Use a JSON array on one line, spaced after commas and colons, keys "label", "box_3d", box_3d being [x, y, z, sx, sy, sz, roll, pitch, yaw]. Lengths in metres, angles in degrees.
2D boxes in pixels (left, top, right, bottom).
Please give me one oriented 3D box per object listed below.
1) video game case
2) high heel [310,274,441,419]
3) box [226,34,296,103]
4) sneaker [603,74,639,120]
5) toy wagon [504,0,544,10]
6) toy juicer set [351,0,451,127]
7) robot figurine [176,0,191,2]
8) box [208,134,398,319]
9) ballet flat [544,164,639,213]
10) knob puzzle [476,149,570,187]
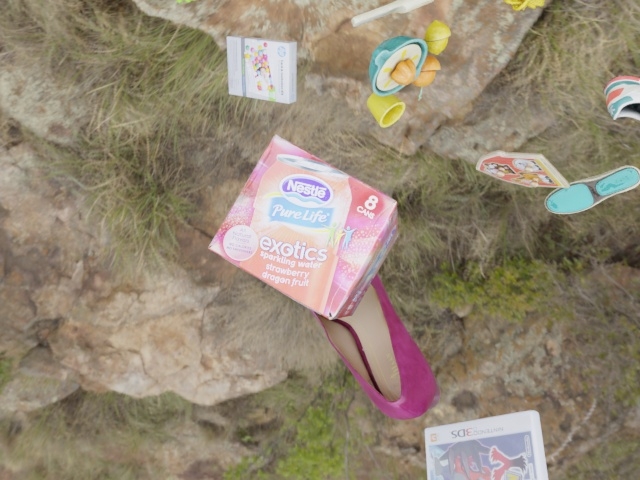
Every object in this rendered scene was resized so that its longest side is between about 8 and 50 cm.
[{"label": "video game case", "box_3d": [0.219, 0.341, 0.848, 0.023, 0.201, 0.184, 22, 146, -36]}, {"label": "high heel", "box_3d": [0.042, 0.100, 0.954, 0.127, 0.181, 0.377, -46, 65, 5]}, {"label": "box", "box_3d": [-0.145, -0.422, 1.564, 0.186, 0.038, 0.145, 15, 119, 26]}, {"label": "sneaker", "box_3d": [0.495, -0.193, 0.918, 0.162, 0.075, 0.057, 7, 148, 10]}, {"label": "toy wagon", "box_3d": [0.299, -0.397, 0.669, 0.268, 0.068, 0.344, 3, 133, -19]}, {"label": "toy juicer set", "box_3d": [0.179, -0.363, 1.240, 0.209, 0.329, 0.089, -37, 68, -4]}, {"label": "robot figurine", "box_3d": [-0.217, -0.465, 1.102, 0.115, 0.101, 0.067, -58, 136, -19]}, {"label": "box", "box_3d": [0.000, 0.000, 0.781, 0.154, 0.300, 0.142, 30, 89, 10]}, {"label": "ballet flat", "box_3d": [0.729, -0.136, 1.708, 0.249, 0.086, 0.086, -18, 115, 22]}, {"label": "knob puzzle", "box_3d": [0.441, -0.153, 1.450, 0.213, 0.213, 0.029, 19, 81, -11]}]
